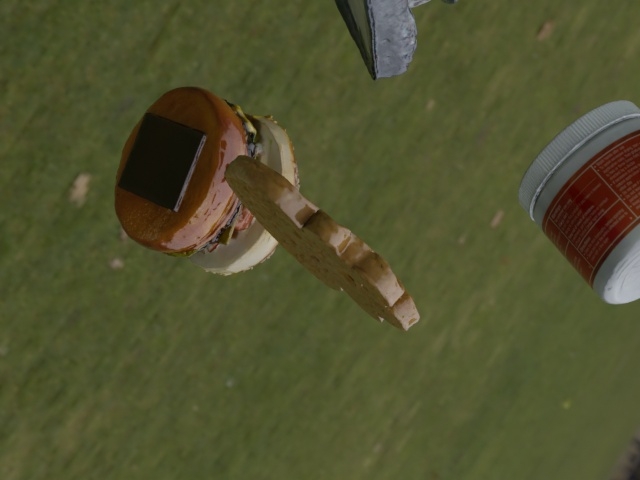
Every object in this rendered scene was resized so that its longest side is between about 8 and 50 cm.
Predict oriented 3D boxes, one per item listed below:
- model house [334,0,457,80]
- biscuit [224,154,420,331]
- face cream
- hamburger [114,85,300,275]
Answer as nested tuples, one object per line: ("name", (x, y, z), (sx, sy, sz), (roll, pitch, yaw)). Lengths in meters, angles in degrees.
("model house", (0.151, -0.364, 1.694), (0.300, 0.190, 0.271), (-25, 150, -8))
("biscuit", (0.001, -0.001, 1.577), (0.044, 0.288, 0.202), (-47, 135, -11))
("face cream", (0.386, -0.047, 1.866), (0.201, 0.187, 0.201), (-30, 153, -17))
("hamburger", (-0.173, -0.089, 2.297), (0.225, 0.291, 0.291), (16, 109, -44))
